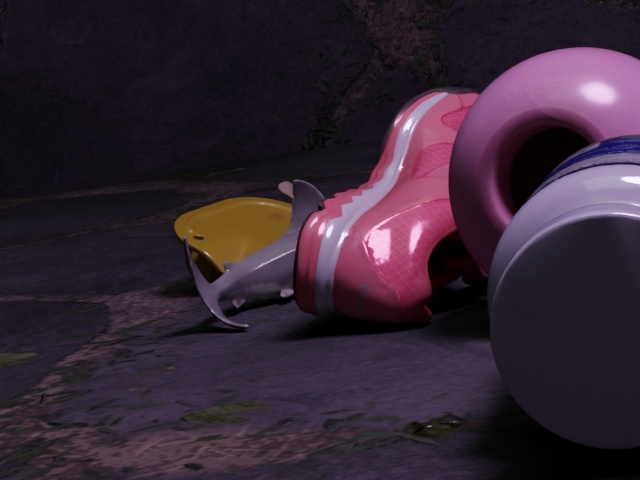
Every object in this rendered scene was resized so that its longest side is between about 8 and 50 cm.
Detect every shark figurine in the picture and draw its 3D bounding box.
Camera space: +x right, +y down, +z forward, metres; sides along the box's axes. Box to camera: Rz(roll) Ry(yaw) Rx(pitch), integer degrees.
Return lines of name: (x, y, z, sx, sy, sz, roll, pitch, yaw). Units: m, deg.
shark figurine: (-0.029, 0.004, 1.494, 0.278, 0.116, 0.166, -11, 6, -30)

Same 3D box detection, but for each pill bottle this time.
pill bottle: (0.179, 0.025, 0.929, 0.153, 0.153, 0.264, -6, 8, 16)

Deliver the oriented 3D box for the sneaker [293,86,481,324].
sneaker: (0.100, -0.021, 1.393, 0.136, 0.116, 0.314, 18, 43, 22)

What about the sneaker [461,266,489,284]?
sneaker: (0.183, -0.004, 1.436, 0.170, 0.075, 0.063, -16, 11, -43)

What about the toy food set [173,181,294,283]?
toy food set: (-0.066, 0.010, 1.692, 0.128, 0.071, 0.218, 25, 28, 31)

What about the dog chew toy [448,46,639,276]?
dog chew toy: (0.237, -0.049, 1.303, 0.206, 0.207, 0.332, -5, 0, 27)
